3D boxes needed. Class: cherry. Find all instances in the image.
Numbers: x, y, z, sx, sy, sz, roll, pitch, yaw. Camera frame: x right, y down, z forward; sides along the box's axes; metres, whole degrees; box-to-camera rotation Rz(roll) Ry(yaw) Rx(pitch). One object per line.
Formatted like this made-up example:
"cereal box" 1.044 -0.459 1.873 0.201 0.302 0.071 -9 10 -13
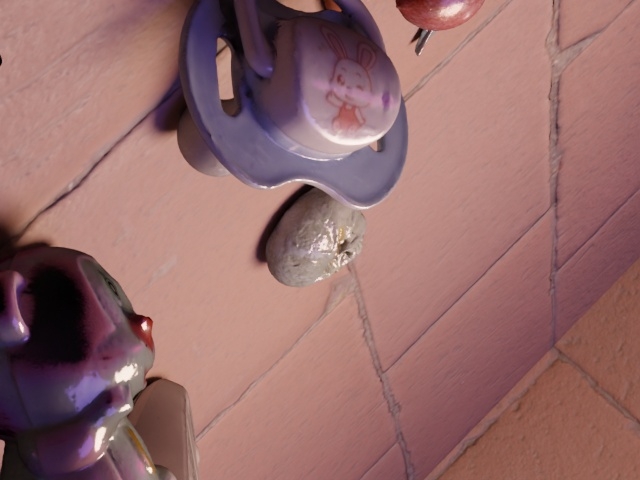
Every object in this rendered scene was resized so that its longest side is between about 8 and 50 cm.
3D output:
"cherry" 0.164 -0.297 1.872 0.225 0.090 0.107 -37 155 -29

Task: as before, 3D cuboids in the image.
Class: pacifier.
"pacifier" -0.053 -0.134 1.653 0.226 0.238 0.287 -23 159 39

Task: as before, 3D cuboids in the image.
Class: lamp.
"lamp" -0.259 0.159 1.603 0.247 0.301 0.247 -12 -175 11

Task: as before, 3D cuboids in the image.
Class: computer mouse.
"computer mouse" -0.202 0.307 2.066 0.121 0.297 0.184 -9 136 0

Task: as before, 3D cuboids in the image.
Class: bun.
"bun" 0.000 0.000 2.098 0.141 0.083 0.141 -38 156 -20

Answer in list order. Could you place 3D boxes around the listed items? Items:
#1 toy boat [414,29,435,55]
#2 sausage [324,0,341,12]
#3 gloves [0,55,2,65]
"toy boat" 0.151 -0.266 2.007 0.122 0.034 0.096 -48 162 26
"sausage" 0.029 -0.224 1.806 0.043 0.043 0.186 -45 159 -10
"gloves" -0.332 -0.033 1.286 0.285 0.142 0.119 -48 132 3
